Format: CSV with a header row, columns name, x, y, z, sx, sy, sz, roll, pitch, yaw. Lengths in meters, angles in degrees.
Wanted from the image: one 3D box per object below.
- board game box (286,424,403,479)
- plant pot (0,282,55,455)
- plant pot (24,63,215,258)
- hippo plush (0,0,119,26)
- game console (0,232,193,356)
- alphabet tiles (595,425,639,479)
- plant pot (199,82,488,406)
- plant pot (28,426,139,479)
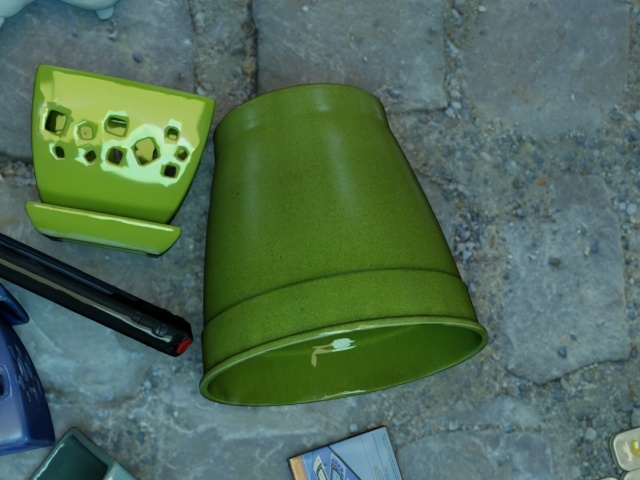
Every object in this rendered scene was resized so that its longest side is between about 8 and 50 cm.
name,x,y,z,sx,sy,sz,roll,pitch,yaw
board game box,0.063,0.408,1.486,0.145,0.027,0.281,-16,87,-16
plant pot,-0.466,0.167,1.348,0.236,0.236,0.212,-7,79,-8
plant pot,-0.271,-0.092,1.439,0.227,0.228,0.207,10,86,-9
hippo plush,-0.367,-0.397,1.460,0.237,0.234,0.294,-6,63,-23
game console,-0.336,0.040,1.339,0.387,0.342,0.060,25,81,-6
alphabet tiles,0.523,0.407,1.609,0.278,0.021,0.284,-13,83,-13
plant pot,0.000,0.000,1.434,0.367,0.366,0.352,-6,70,-12
plant pot,-0.261,0.418,1.351,0.252,0.247,0.247,42,75,-20
